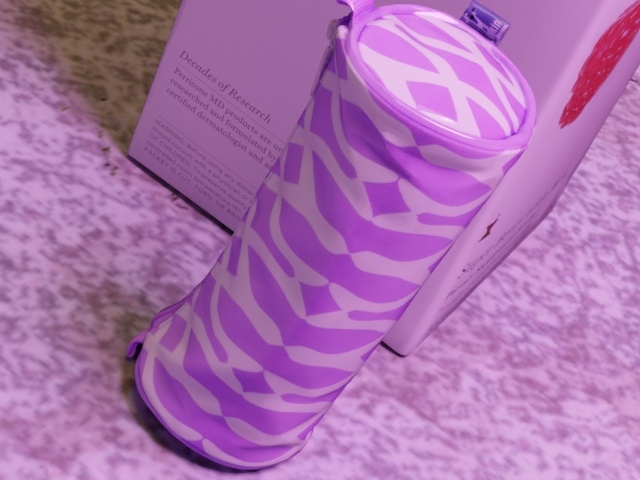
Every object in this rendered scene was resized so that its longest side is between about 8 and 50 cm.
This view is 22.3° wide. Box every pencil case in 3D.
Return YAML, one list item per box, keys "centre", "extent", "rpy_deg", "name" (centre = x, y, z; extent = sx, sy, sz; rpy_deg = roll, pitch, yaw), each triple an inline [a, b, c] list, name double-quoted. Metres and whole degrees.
- centre: [0.000, 0.000, 0.632]
  extent: [0.088, 0.206, 0.086]
  rpy_deg: [33, 33, 0]
  name: "pencil case"

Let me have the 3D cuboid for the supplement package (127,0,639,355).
- centre: [0.065, -0.130, 0.740]
  extent: [0.175, 0.293, 0.177]
  rpy_deg: [36, 40, 13]
  name: "supplement package"
